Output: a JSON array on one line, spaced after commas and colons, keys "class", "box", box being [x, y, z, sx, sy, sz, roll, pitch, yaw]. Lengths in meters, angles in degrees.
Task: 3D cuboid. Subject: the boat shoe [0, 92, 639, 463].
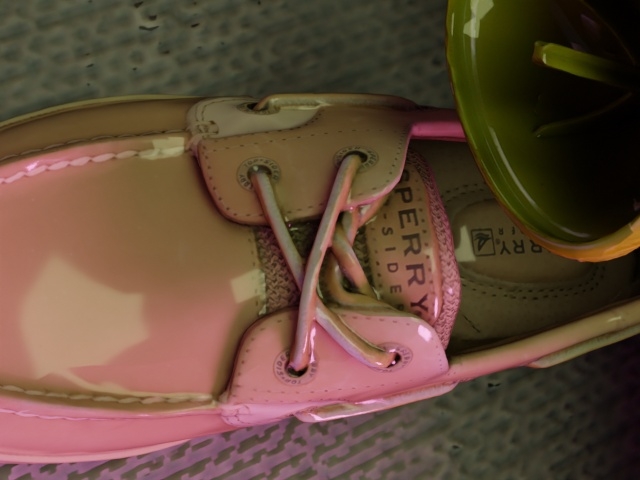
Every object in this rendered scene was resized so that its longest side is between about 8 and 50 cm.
[{"class": "boat shoe", "box": [0.000, 0.000, 0.665, 0.341, 0.110, 0.122, -9, 88, -34]}]

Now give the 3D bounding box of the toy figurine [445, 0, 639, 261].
[{"class": "toy figurine", "box": [0.122, -0.150, 0.704, 0.217, 0.191, 0.363, 23, 37, -52]}]
